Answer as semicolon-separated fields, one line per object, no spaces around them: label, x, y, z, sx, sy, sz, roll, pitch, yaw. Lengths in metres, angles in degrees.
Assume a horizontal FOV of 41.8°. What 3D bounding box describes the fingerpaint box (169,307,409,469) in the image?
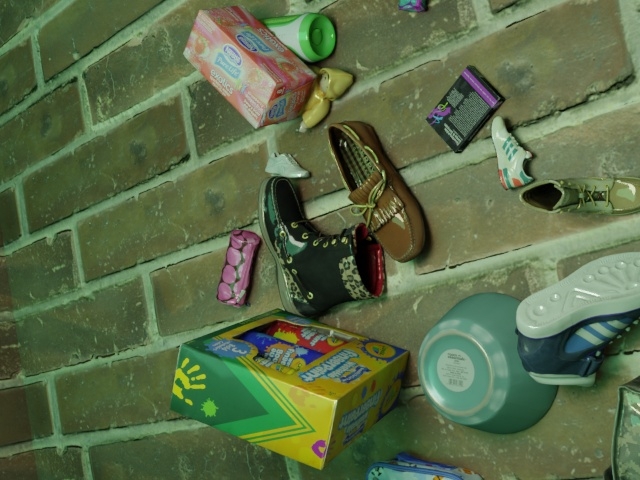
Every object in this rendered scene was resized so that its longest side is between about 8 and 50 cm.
fingerpaint box;-0.053;0.306;1.880;0.371;0.445;0.163;16;102;23

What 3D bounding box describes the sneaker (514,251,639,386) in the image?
sneaker;0.541;0.171;1.637;0.323;0.236;0.130;-22;40;1

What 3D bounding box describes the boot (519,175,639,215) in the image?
boot;0.510;-0.086;1.608;0.213;0.165;0.077;3;94;43

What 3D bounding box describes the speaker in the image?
speaker;-0.107;-0.517;2.160;0.297;0.131;0.131;7;96;41

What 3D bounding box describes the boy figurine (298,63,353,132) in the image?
boy figurine;-0.037;-0.366;2.132;0.285;0.092;0.177;-7;84;44

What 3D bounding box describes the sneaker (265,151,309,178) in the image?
sneaker;-0.088;-0.197;2.206;0.152;0.054;0.061;19;101;40

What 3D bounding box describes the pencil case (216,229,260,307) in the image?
pencil case;-0.223;0.078;2.312;0.098;0.095;0.209;-135;55;-67

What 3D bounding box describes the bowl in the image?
bowl;0.331;0.272;1.784;0.312;0.163;0.311;2;94;40

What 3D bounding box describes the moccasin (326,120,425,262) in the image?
moccasin;0.124;-0.120;1.959;0.139;0.147;0.380;-33;70;37

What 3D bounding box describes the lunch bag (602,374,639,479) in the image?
lunch bag;0.613;0.391;1.490;0.169;0.235;0.286;7;96;35

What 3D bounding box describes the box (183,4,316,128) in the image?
box;-0.178;-0.432;2.061;0.300;0.154;0.142;47;132;20

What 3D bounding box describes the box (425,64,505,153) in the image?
box;0.319;-0.290;1.861;0.162;0.029;0.116;-51;59;29

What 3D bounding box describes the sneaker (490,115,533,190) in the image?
sneaker;0.410;-0.190;1.776;0.075;0.057;0.161;-11;83;24

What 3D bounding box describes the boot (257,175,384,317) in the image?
boot;0.000;0.000;2.078;0.284;0.138;0.377;-13;87;42

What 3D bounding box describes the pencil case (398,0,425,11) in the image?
pencil case;0.220;-0.599;1.912;0.070;0.065;0.151;-151;67;-64

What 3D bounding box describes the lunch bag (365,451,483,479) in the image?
lunch bag;0.232;0.618;1.918;0.303;0.115;0.243;-3;88;40
